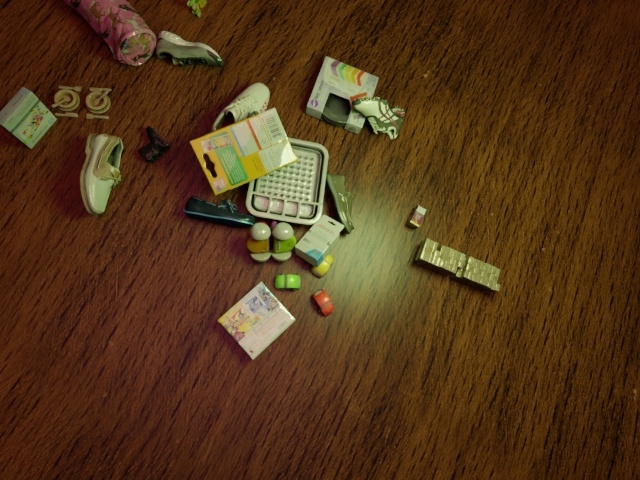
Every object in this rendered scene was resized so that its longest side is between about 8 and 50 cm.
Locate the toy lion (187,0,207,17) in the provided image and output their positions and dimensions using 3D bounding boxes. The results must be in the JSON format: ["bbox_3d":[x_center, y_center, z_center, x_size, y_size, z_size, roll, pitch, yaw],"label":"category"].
[{"bbox_3d":[-0.491,-0.964,1.646,0.034,0.100,0.096,29,94,-1],"label":"toy lion"}]

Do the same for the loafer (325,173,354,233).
[{"bbox_3d":[0.090,-0.149,1.572,0.087,0.094,0.251,-15,81,-9],"label":"loafer"}]

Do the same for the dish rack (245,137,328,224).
[{"bbox_3d":[-0.125,-0.227,1.564,0.285,0.072,0.333,9,77,-7],"label":"dish rack"}]

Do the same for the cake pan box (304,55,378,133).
[{"bbox_3d":[0.088,-0.595,1.683,0.245,0.070,0.267,21,76,-3],"label":"cake pan box"}]

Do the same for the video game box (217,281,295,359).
[{"bbox_3d":[-0.226,0.283,1.449,0.205,0.048,0.187,-41,89,-16],"label":"video game box"}]

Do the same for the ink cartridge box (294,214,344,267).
[{"bbox_3d":[0.000,0.000,1.517,0.104,0.060,0.180,31,63,21],"label":"ink cartridge box"}]

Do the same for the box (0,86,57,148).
[{"bbox_3d":[-1.000,-0.412,1.389,0.038,0.186,0.145,31,74,-5],"label":"box"}]

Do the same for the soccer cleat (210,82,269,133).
[{"bbox_3d":[-0.297,-0.489,1.552,0.116,0.143,0.331,34,75,-3],"label":"soccer cleat"}]

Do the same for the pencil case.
[{"bbox_3d":[-0.804,-0.850,1.536,0.386,0.160,0.167,48,46,3],"label":"pencil case"}]

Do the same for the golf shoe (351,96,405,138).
[{"bbox_3d":[0.234,-0.493,1.626,0.272,0.105,0.120,7,93,-38],"label":"golf shoe"}]

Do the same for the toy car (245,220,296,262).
[{"bbox_3d":[-0.181,-0.012,1.485,0.181,0.159,0.136,-1,42,-10],"label":"toy car"}]

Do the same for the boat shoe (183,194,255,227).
[{"bbox_3d":[-0.362,-0.112,1.481,0.258,0.109,0.089,14,73,-9],"label":"boat shoe"}]

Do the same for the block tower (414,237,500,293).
[{"bbox_3d":[0.538,0.101,1.600,0.335,0.091,0.097,24,76,-5],"label":"block tower"}]

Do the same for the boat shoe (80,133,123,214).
[{"bbox_3d":[-0.763,-0.238,1.432,0.103,0.113,0.303,-2,78,-5],"label":"boat shoe"}]

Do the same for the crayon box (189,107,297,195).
[{"bbox_3d":[-0.272,-0.314,1.452,0.322,0.083,0.203,-27,101,-15],"label":"crayon box"}]

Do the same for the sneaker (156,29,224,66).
[{"bbox_3d":[-0.511,-0.724,1.597,0.271,0.100,0.108,16,86,0],"label":"sneaker"}]

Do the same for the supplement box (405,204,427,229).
[{"bbox_3d":[0.383,-0.092,1.632,0.043,0.055,0.083,30,74,-2],"label":"supplement box"}]

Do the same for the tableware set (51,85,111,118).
[{"bbox_3d":[-0.886,-0.520,1.508,0.194,0.039,0.128,1,78,-10],"label":"tableware set"}]

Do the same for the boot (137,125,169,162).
[{"bbox_3d":[-0.635,-0.356,1.517,0.099,0.045,0.121,-44,89,-12],"label":"boot"}]

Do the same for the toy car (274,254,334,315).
[{"bbox_3d":[-0.056,0.156,1.502,0.224,0.053,0.239,2,77,-10],"label":"toy car"}]

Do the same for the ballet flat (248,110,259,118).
[{"bbox_3d":[-0.267,-0.395,1.547,0.070,0.070,0.188,31,109,-2],"label":"ballet flat"}]
